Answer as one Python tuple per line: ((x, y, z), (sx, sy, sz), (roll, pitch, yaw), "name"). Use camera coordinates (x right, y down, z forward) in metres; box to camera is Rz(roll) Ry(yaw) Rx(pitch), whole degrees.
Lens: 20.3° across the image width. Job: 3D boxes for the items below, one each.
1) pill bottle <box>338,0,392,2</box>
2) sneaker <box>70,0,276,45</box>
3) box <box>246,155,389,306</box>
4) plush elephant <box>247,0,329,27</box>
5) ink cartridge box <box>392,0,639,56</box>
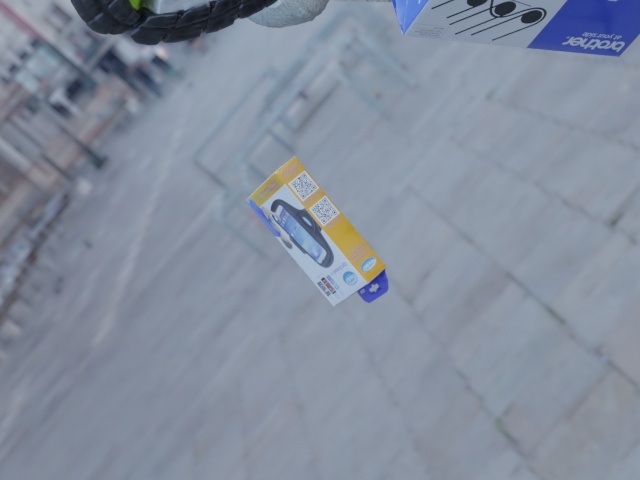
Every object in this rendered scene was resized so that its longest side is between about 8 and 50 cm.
((0.147, -0.297, 1.638), (0.161, 0.283, 0.161), (3, -90, -80), "pill bottle")
((-0.003, -0.210, 1.027), (0.111, 0.300, 0.121), (71, -169, -56), "sneaker")
((0.000, 0.000, 1.496), (0.028, 0.136, 0.081), (-38, -1, -26), "box")
((0.037, -0.373, 1.438), (0.272, 0.255, 0.330), (0, 61, 34), "plush elephant")
((0.167, -0.193, 1.371), (0.097, 0.207, 0.046), (-52, 45, 48), "ink cartridge box")
